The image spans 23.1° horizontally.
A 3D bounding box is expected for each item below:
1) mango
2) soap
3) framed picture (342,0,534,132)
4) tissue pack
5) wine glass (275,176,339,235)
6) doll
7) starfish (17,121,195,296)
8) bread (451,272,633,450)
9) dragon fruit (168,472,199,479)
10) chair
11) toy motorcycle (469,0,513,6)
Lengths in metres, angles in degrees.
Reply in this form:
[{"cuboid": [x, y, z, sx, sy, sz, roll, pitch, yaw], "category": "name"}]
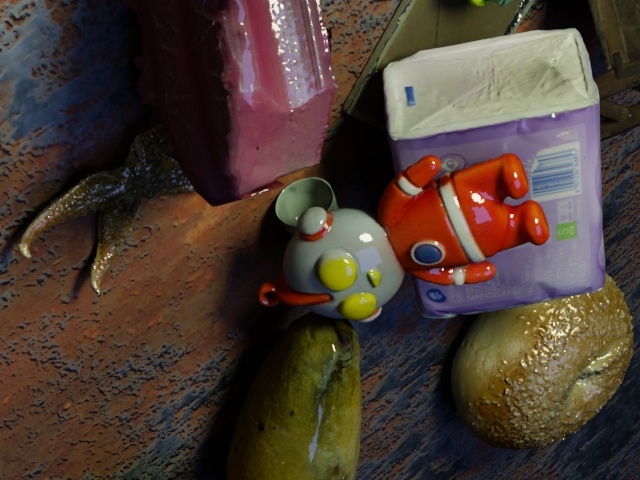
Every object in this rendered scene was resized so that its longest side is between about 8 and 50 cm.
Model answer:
[{"cuboid": [-0.028, 0.224, 1.907, 0.176, 0.176, 0.329, -10, 117, -31], "category": "mango"}, {"cuboid": [-0.089, -0.191, 1.513, 0.127, 0.220, 0.324, -15, 104, -28], "category": "soap"}, {"cuboid": [0.157, -0.244, 1.881, 0.209, 0.019, 0.281, 24, 99, -49], "category": "framed picture"}, {"cuboid": [0.211, -0.071, 1.875, 0.242, 0.160, 0.338, -8, 138, 4], "category": "tissue pack"}, {"cuboid": [0.000, 0.000, 1.861, 0.073, 0.073, 0.155, -41, 142, -16], "category": "wine glass"}, {"cuboid": [0.081, 0.008, 1.749, 0.336, 0.105, 0.199, -19, 131, 13], "category": "doll"}, {"cuboid": [-0.203, -0.040, 1.654, 0.247, 0.050, 0.138, -36, 138, -11], "category": "starfish"}, {"cuboid": [0.327, 0.170, 2.226, 0.306, 0.159, 0.305, -23, 130, -31], "category": "bread"}, {"cuboid": [-0.168, 0.381, 1.829, 0.234, 0.234, 0.293, -35, 152, -22], "category": "dragon fruit"}, {"cuboid": [0.381, -0.276, 1.960, 0.203, 0.416, 0.240, 8, 67, -54], "category": "chair"}, {"cuboid": [0.269, -0.411, 1.749, 0.200, 0.191, 0.326, -27, 152, -41], "category": "toy motorcycle"}]
